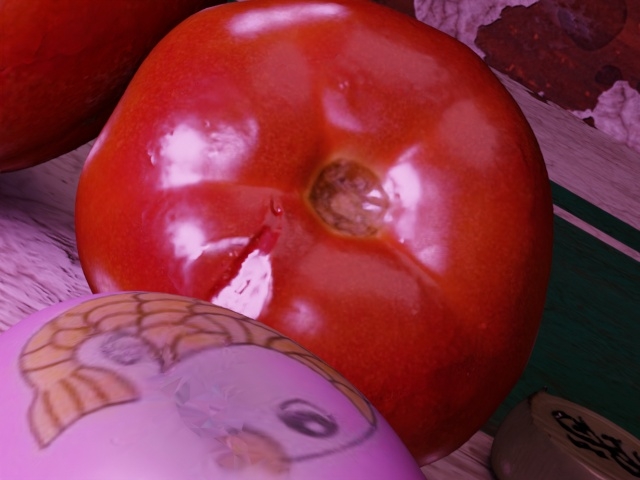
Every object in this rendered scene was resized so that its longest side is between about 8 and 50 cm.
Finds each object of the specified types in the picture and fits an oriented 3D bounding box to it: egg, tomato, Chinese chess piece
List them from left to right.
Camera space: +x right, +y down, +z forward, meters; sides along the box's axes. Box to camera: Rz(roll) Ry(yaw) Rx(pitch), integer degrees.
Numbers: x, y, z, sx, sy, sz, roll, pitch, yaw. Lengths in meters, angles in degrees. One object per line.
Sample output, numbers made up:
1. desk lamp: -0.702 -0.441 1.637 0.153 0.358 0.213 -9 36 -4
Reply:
1. tomato: -0.181 -0.129 1.113 0.144 0.338 0.338 62 19 2
2. egg: -0.059 0.122 0.675 0.196 0.196 0.271 17 5 -41
3. tomato: 0.000 0.000 1.074 0.298 0.299 0.226 31 -25 0
4. Chinese chess piece: 0.187 0.164 1.239 0.144 0.058 0.144 28 16 -8
